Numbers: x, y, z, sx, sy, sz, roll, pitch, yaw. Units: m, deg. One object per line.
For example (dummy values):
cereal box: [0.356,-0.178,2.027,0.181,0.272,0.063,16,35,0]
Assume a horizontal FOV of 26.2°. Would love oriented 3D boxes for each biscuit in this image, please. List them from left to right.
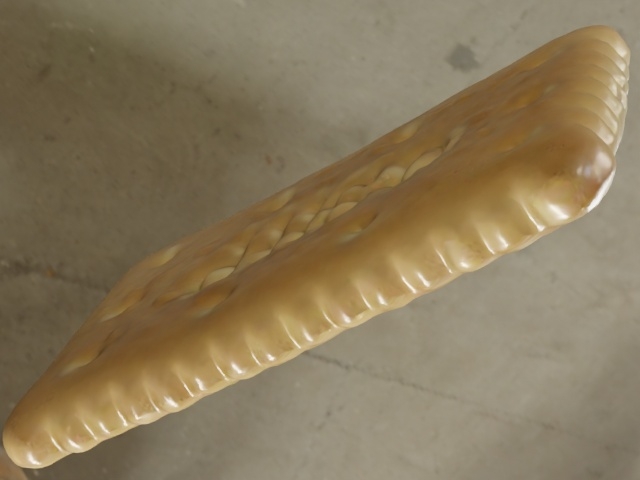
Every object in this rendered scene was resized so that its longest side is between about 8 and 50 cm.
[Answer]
biscuit: [0.000,-0.001,0.517,0.249,0.160,0.030,-26,105,25]
